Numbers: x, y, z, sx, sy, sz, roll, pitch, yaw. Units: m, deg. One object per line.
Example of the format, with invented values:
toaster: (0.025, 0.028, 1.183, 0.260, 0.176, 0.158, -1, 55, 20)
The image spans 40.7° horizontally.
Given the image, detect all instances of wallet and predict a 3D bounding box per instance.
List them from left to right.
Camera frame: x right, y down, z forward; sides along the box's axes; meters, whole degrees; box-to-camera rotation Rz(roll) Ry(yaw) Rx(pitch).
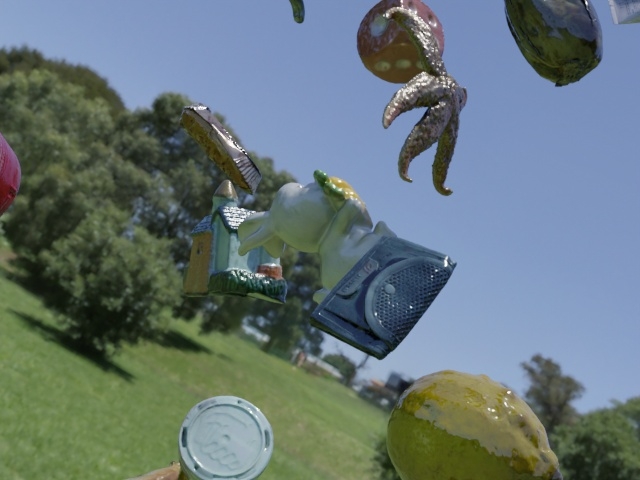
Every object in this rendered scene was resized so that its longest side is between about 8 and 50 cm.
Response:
wallet: (0.059, 0.047, 0.796, 0.088, 0.129, 0.026, 24, -35, 30)

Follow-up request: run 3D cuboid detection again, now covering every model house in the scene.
model house: (-0.198, 0.002, 2.036, 0.185, 0.291, 0.253, 2, -3, -32)

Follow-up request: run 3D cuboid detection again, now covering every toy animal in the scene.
toy animal: (0.004, -0.005, 1.714, 0.310, 0.247, 0.183, 35, 16, 11)

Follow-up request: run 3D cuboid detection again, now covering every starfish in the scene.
starfish: (0.185, -0.240, 1.464, 0.094, 0.326, 0.375, -10, -2, 29)

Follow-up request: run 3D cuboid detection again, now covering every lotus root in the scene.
lotus root: (0.461, -0.437, 1.719, 0.152, 0.160, 0.274, 30, 36, -62)

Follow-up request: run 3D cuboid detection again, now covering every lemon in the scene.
lemon: (0.277, 0.386, 1.633, 0.285, 0.285, 0.316, 36, -3, -24)

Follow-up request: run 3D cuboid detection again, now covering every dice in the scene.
dice: (0.215, -0.535, 2.310, 0.179, 0.174, 0.174, 20, -35, -39)

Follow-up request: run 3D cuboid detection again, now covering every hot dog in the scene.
hot dog: (-0.217, -0.199, 1.853, 0.252, 0.069, 0.131, 48, -8, 18)

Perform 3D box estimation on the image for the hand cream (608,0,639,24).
hand cream: (0.560, -0.398, 1.462, 0.142, 0.084, 0.053, -2, -30, 2)

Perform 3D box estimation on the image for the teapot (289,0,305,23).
teapot: (-0.033, -0.545, 1.566, 0.193, 0.294, 0.129, -5, -34, 30)

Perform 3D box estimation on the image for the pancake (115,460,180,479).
pancake: (-0.248, 0.370, 1.071, 0.057, 0.244, 0.266, 42, -2, 33)

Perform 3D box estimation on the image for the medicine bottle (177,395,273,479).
medicine bottle: (-0.093, 0.212, 0.742, 0.074, 0.074, 0.218, 29, -36, 6)

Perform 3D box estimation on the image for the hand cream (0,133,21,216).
hand cream: (-0.632, -0.125, 1.437, 0.230, 0.230, 0.149, 26, -21, 17)
